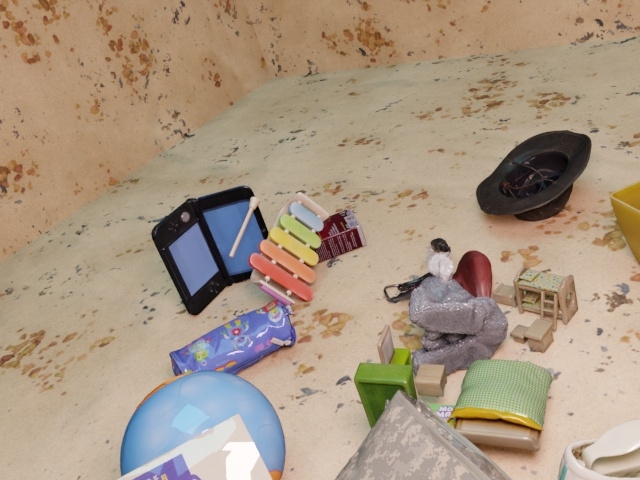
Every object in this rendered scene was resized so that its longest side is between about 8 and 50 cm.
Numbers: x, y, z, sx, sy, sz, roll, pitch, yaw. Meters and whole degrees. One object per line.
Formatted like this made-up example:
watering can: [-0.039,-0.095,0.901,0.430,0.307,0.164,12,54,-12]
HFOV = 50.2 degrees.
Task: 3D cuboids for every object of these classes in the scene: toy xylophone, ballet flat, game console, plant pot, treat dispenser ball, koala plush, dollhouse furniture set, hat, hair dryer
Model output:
toy xylophone: [-0.106,0.014,1.813,0.081,0.236,0.323,-26,44,50]
ballet flat: [0.551,0.310,1.021,0.400,0.139,0.139,-17,28,3]
game console: [-0.278,0.031,1.868,0.173,0.293,0.250,2,35,35]
plant pot: [0.761,-0.018,1.417,0.212,0.187,0.212,-22,28,-6]
treat dispenser ball: [-0.205,0.376,1.208,0.288,0.288,0.288,-15,28,8]
koala plush: [0.269,0.149,1.447,0.203,0.196,0.221,-8,27,-4]
dollhouse furniture set: [0.241,0.241,1.205,0.301,0.151,0.197,-1,32,25]
dollhouse furniture set: [0.420,0.133,1.450,0.182,0.101,0.161,12,40,44]
hat: [0.586,-0.142,1.808,0.331,0.134,0.331,-32,25,17]
hair dryer: [0.308,0.107,1.630,0.223,0.080,0.293,-45,28,-14]

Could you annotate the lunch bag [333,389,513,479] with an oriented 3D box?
lunch bag: [0.141,0.389,1.019,0.235,0.169,0.287,-55,34,1]

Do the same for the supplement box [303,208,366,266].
supplement box: [0.000,0.000,1.986,0.239,0.073,0.130,-21,28,-2]

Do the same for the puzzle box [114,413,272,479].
puzzle box: [-0.144,0.489,0.964,0.272,0.052,0.409,-26,67,-12]

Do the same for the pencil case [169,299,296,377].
pencil case: [-0.197,0.253,1.605,0.306,0.119,0.133,-26,37,-13]

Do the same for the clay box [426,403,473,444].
clay box: [0.202,0.366,1.220,0.127,0.053,0.222,-4,32,26]
